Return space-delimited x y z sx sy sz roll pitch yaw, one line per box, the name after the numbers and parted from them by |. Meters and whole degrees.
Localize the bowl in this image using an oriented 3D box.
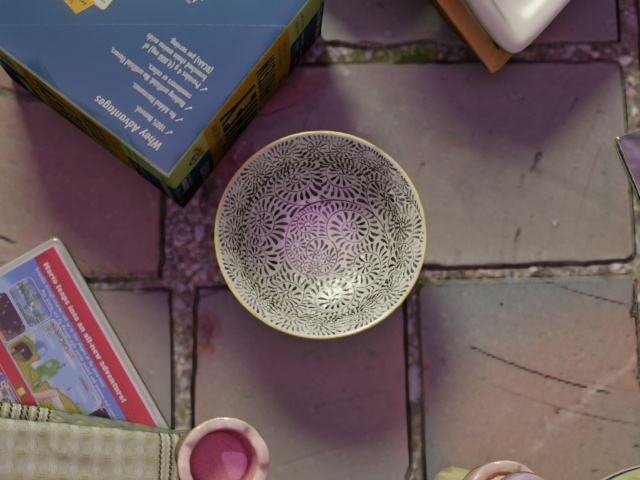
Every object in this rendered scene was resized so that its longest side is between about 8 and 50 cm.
0.000 0.000 0.988 0.170 0.080 0.170 0 82 -1 | bowl

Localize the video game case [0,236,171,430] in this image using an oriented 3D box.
-0.292 0.154 0.987 0.285 0.025 0.204 -30 83 -5 | video game case

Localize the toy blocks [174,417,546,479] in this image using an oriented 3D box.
0.024 0.294 0.830 0.289 0.260 0.309 10 81 -13 | toy blocks

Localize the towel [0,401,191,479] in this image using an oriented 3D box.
-0.261 0.275 0.890 0.324 0.056 0.312 11 86 -22 | towel

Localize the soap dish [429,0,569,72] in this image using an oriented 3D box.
0.126 -0.317 0.959 0.229 0.118 0.291 -48 124 -6 | soap dish

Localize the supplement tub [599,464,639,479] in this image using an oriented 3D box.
0.287 0.278 0.828 0.235 0.325 0.235 0 82 -1 | supplement tub

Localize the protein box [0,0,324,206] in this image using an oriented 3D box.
-0.134 -0.174 0.982 0.200 0.136 0.201 37 82 4 | protein box

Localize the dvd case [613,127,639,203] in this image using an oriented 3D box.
0.371 -0.016 1.029 0.164 0.018 0.221 -20 83 -4 | dvd case
